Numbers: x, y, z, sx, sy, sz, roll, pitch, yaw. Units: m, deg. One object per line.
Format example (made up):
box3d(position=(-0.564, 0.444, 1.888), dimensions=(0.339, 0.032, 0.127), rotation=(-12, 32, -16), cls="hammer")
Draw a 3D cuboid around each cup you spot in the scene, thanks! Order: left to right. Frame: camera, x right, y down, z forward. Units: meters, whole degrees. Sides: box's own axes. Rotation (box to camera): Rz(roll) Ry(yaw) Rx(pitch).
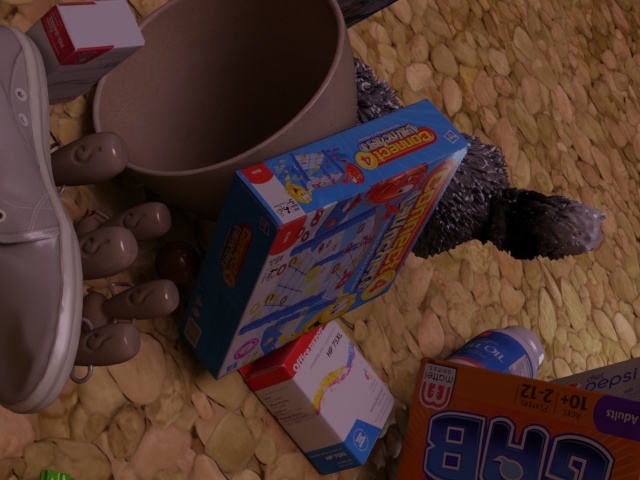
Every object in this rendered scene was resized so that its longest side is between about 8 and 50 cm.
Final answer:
box3d(position=(-0.088, -0.145, 1.416), dimensions=(0.237, 0.331, 0.331), rotation=(59, 33, -49), cls="cup")

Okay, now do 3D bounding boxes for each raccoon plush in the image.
box3d(position=(0.172, -0.136, 1.609), dimensions=(0.299, 0.447, 0.216), rotation=(46, 55, -44), cls="raccoon plush")

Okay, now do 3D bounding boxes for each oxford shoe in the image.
box3d(position=(-0.346, -0.036, 1.140), dimensions=(0.130, 0.169, 0.449), rotation=(13, 56, -49), cls="oxford shoe")

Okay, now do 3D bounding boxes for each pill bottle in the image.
box3d(position=(0.270, 0.213, 1.772), dimensions=(0.221, 0.124, 0.124), rotation=(-25, 92, -53), cls="pill bottle")

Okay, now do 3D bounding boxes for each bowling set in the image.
box3d(position=(-0.244, 0.039, 1.268), dimensions=(0.200, 0.154, 0.286), rotation=(36, 45, -59), cls="bowling set")

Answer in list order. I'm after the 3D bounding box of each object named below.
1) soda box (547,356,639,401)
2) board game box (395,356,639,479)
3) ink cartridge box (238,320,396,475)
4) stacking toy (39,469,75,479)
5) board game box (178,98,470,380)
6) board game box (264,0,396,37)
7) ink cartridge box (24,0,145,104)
box3d(position=(0.487, 0.273, 1.865), dimensions=(0.091, 0.286, 0.098), rotation=(49, 41, -22), cls="soda box")
box3d(position=(0.342, 0.382, 1.503), dimensions=(0.357, 0.356, 0.356), rotation=(18, 82, -44), cls="board game box")
box3d(position=(-0.011, 0.184, 1.493), dimensions=(0.231, 0.078, 0.134), rotation=(53, 41, -17), cls="ink cartridge box")
box3d(position=(-0.336, 0.299, 1.083), dimensions=(0.221, 0.052, 0.166), rotation=(24, 57, -43), cls="stacking toy")
box3d(position=(0.000, 0.000, 1.354), dimensions=(0.302, 0.308, 0.086), rotation=(-25, 64, -35), cls="board game box")
box3d(position=(0.017, -0.351, 1.595), dimensions=(0.318, 0.319, 0.065), rotation=(-27, 94, -51), cls="board game box")
box3d(position=(-0.297, -0.216, 1.295), dimensions=(0.109, 0.150, 0.063), rotation=(-20, 84, -52), cls="ink cartridge box")
